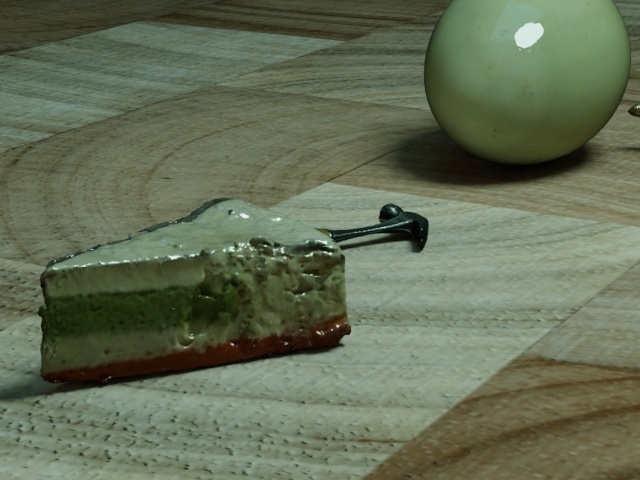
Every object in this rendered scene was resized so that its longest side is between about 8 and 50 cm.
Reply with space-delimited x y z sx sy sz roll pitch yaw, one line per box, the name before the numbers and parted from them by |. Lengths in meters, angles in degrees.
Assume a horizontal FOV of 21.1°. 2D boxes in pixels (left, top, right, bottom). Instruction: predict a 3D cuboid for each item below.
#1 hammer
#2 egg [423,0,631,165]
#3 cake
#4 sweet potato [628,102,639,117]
hammer | 0.000 0.000 1.369 0.201 0.021 0.078 -10 19 -30
egg | 0.193 -0.166 1.637 0.188 0.188 0.254 9 24 28
cake | -0.097 0.029 1.157 0.220 0.086 0.117 -7 19 -24
sweet potato | 0.394 -0.097 1.643 0.214 0.050 0.050 15 22 38
